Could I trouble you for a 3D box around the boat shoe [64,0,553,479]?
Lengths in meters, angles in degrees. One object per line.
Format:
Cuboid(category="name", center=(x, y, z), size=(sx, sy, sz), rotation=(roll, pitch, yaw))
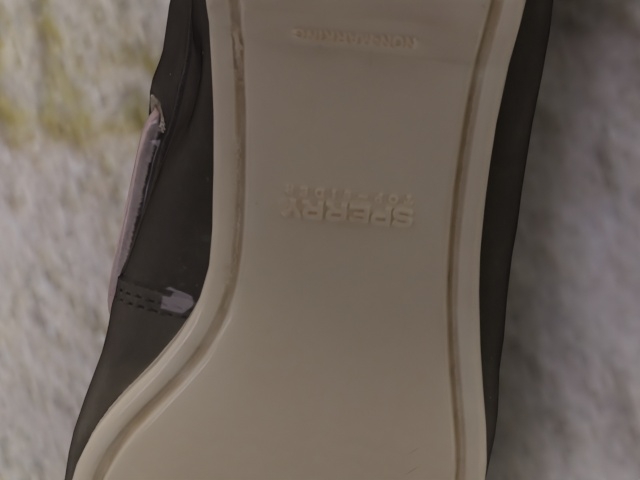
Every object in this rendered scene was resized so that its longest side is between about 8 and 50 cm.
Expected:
Cuboid(category="boat shoe", center=(0.000, 0.000, 0.491), size=(0.112, 0.095, 0.335), rotation=(11, 115, 0))
